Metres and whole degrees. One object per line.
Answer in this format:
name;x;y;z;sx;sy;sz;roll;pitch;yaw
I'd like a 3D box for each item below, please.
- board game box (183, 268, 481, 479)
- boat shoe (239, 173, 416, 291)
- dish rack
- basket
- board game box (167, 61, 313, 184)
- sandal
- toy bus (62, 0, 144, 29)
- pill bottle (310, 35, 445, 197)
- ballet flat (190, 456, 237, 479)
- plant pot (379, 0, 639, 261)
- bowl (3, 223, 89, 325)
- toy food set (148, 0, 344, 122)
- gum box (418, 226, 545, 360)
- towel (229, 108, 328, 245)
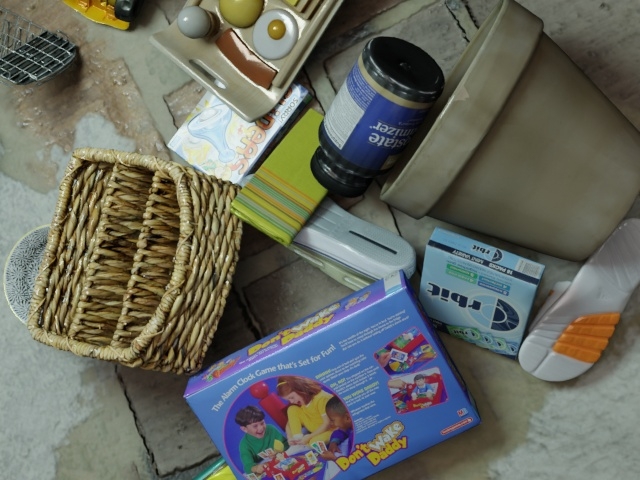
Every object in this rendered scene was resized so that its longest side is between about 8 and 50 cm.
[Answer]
board game box;0.018;0.224;1.572;0.347;0.078;0.233;-27;105;9
boat shoe;0.000;0.000;1.642;0.302;0.109;0.094;30;133;22
dish rack;-0.535;-0.310;1.761;0.271;0.208;0.074;26;125;6
basket;-0.261;0.030;1.591;0.213;0.223;0.299;4;78;59
board game box;-0.125;-0.185;1.724;0.136;0.035;0.201;37;92;14
sandal;0.375;0.081;1.555;0.102;0.076;0.265;31;103;-8
toy bus;-0.318;-0.477;1.745;0.149;0.220;0.211;23;58;3
pill bottle;0.071;-0.167;1.552;0.123;0.123;0.219;44;131;14
ballet flat;-0.206;0.404;1.658;0.231;0.077;0.077;-31;94;6
plant pot;0.278;-0.119;1.509;0.280;0.323;0.323;32;91;-3
bowl;-0.399;0.062;1.736;0.170;0.080;0.170;-2;83;14
toy food set;-0.099;-0.361;1.641;0.220;0.092;0.306;40;111;14
gum box;0.217;0.076;1.543;0.157;0.184;0.041;20;54;15
towel;-0.032;-0.095;1.627;0.102;0.021;0.237;34;53;2
